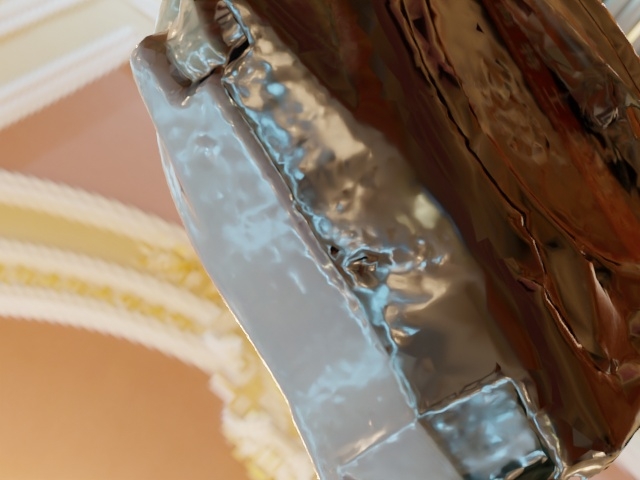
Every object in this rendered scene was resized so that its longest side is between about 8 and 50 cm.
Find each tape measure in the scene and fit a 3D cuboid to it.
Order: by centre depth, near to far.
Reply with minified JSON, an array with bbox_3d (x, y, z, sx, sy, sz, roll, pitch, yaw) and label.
[{"bbox_3d":[0.035,-0.018,0.487,0.181,0.107,0.182,-16,-105,-60],"label":"tape measure"}]
